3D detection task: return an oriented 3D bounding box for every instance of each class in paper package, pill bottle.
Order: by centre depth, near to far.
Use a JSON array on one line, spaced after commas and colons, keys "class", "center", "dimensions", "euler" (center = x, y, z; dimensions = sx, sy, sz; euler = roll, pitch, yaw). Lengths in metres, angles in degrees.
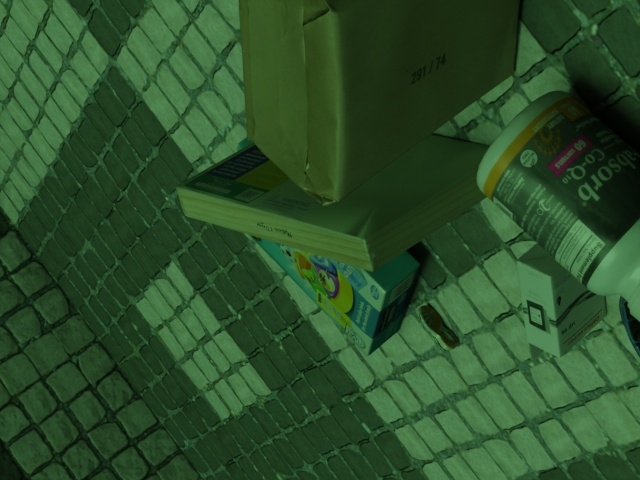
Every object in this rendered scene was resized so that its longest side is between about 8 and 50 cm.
[{"class": "paper package", "center": [0.072, -0.259, 1.747], "dimensions": [0.168, 0.325, 0.309], "euler": [38, 149, 29]}, {"class": "pill bottle", "center": [0.333, -0.035, 1.776], "dimensions": [0.278, 0.162, 0.162], "euler": [44, 151, 17]}]

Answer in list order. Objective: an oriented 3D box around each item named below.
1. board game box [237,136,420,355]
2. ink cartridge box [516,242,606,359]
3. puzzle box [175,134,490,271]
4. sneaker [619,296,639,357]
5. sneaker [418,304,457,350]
[{"class": "board game box", "center": [0.000, 0.000, 2.389], "dimensions": [0.336, 0.079, 0.254], "euler": [45, 158, 17]}, {"class": "ink cartridge box", "center": [0.322, 0.078, 1.982], "dimensions": [0.060, 0.104, 0.180], "euler": [26, 142, 40]}, {"class": "puzzle box", "center": [0.025, -0.079, 2.073], "dimensions": [0.409, 0.272, 0.052], "euler": [17, 131, 48]}, {"class": "sneaker", "center": [0.436, 0.152, 1.891], "dimensions": [0.221, 0.083, 0.087], "euler": [62, 165, -3]}, {"class": "sneaker", "center": [0.178, 0.141, 2.353], "dimensions": [0.083, 0.032, 0.037], "euler": [53, 152, 2]}]
